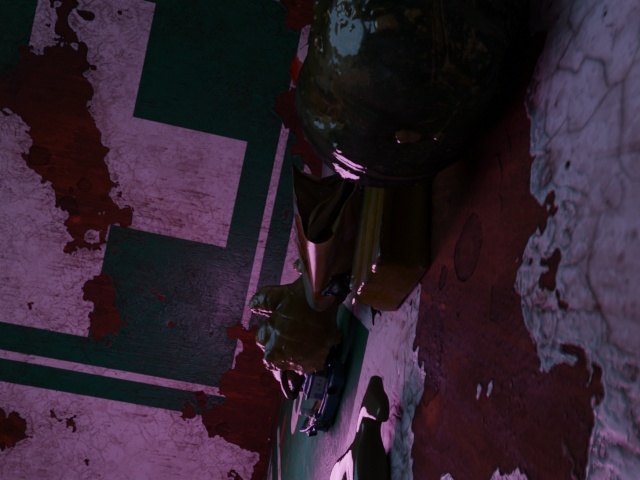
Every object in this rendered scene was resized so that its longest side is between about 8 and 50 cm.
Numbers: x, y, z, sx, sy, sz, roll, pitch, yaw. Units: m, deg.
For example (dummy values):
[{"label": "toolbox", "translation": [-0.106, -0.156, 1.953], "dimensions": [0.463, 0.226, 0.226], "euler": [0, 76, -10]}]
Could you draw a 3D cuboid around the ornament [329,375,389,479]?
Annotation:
[{"label": "ornament", "translation": [0.065, 0.358, 0.837], "dimensions": [0.230, 0.062, 0.244], "euler": [110, 167, -48]}]

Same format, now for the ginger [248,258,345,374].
[{"label": "ginger", "translation": [-0.043, 0.162, 1.371], "dimensions": [0.375, 0.237, 0.166], "euler": [-68, -35, -47]}]

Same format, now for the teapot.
[{"label": "teapot", "translation": [-0.046, 0.342, 1.468], "dimensions": [0.175, 0.186, 0.267], "euler": [71, -156, -12]}]

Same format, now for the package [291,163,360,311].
[{"label": "package", "translation": [0.032, -0.009, 1.194], "dimensions": [0.311, 0.165, 0.221], "euler": [87, 171, -56]}]

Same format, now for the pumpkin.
[{"label": "pumpkin", "translation": [0.103, -0.231, 0.668], "dimensions": [0.327, 0.258, 0.291], "euler": [97, -166, -62]}]

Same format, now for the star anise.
[{"label": "star anise", "translation": [0.103, 0.100, 1.114], "dimensions": [0.141, 0.144, 0.158], "euler": [-27, -21, -34]}]

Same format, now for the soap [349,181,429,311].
[{"label": "soap", "translation": [0.125, -0.048, 0.955], "dimensions": [0.199, 0.091, 0.314], "euler": [108, 171, -56]}]

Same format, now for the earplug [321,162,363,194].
[{"label": "earplug", "translation": [0.073, -0.173, 1.412], "dimensions": [0.185, 0.185, 0.323], "euler": [-90, 7, -65]}]

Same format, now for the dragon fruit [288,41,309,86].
[{"label": "dragon fruit", "translation": [0.074, -0.448, 1.547], "dimensions": [0.305, 0.306, 0.225], "euler": [134, 119, -80]}]

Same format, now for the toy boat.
[{"label": "toy boat", "translation": [-0.010, 0.403, 1.350], "dimensions": [0.109, 0.098, 0.237], "euler": [-82, 5, -63]}]
